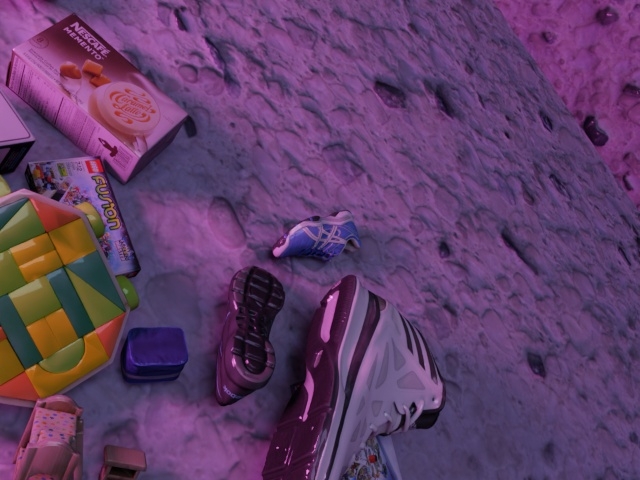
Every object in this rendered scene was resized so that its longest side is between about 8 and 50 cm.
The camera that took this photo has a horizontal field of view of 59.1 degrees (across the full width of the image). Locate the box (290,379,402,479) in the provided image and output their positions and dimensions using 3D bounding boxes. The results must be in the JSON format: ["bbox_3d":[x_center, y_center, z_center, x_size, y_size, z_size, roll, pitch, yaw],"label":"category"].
[{"bbox_3d":[0.048,0.348,0.968,0.159,0.044,0.233,0,67,-34],"label":"box"}]

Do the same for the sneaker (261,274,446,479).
[{"bbox_3d":[0.084,0.285,0.883,0.257,0.169,0.448,32,50,-15],"label":"sneaker"}]

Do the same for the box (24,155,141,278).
[{"bbox_3d":[-0.371,-0.030,0.882,0.114,0.036,0.207,-15,75,-39],"label":"box"}]

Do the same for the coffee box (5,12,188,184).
[{"bbox_3d":[-0.370,-0.235,0.948,0.246,0.098,0.141,42,50,-10],"label":"coffee box"}]

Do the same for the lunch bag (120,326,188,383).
[{"bbox_3d":[-0.246,0.173,0.845,0.098,0.065,0.067,6,48,-31],"label":"lunch bag"}]

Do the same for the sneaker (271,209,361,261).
[{"bbox_3d":[0.000,0.000,1.095,0.211,0.080,0.081,-18,75,-38],"label":"sneaker"}]

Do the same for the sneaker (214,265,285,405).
[{"bbox_3d":[-0.128,0.147,0.926,0.101,0.106,0.267,26,34,-15],"label":"sneaker"}]

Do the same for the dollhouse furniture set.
[{"bbox_3d":[-0.276,0.284,0.672,0.160,0.182,0.101,22,95,-25],"label":"dollhouse furniture set"}]

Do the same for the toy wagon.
[{"bbox_3d":[-0.400,0.043,0.728,0.267,0.068,0.345,-33,112,-37],"label":"toy wagon"}]

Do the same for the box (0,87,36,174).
[{"bbox_3d":[-0.554,-0.153,0.733,0.169,0.087,0.290,55,31,2],"label":"box"}]
